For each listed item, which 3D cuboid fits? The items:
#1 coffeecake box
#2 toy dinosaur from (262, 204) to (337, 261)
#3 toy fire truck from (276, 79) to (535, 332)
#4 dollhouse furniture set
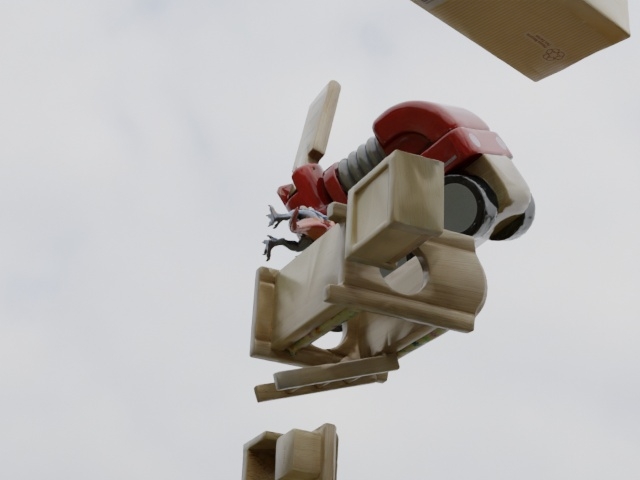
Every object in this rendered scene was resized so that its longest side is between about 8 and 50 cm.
[{"bbox_3d":[0.094,-0.202,0.728,0.142,0.185,0.068,25,-34,-37],"label":"coffeecake box"},{"bbox_3d":[0.000,0.000,0.964,0.082,0.047,0.090,3,2,-23],"label":"toy dinosaur"},{"bbox_3d":[0.053,-0.065,1.246,0.217,0.246,0.158,-39,-18,25],"label":"toy fire truck"},{"bbox_3d":[0.040,0.069,0.743,0.101,0.161,0.182,13,-26,-22],"label":"dollhouse furniture set"}]
